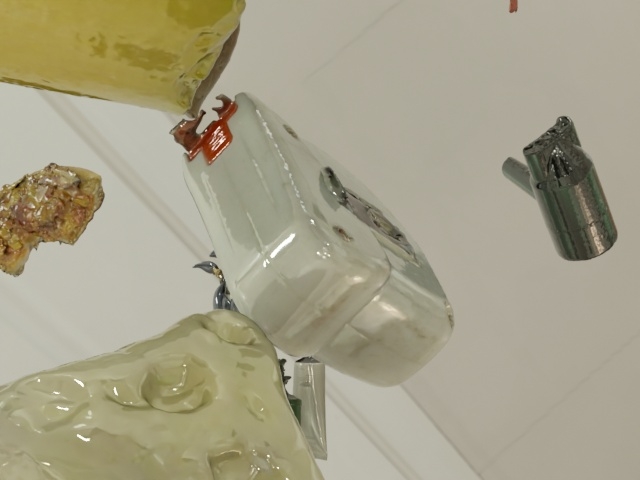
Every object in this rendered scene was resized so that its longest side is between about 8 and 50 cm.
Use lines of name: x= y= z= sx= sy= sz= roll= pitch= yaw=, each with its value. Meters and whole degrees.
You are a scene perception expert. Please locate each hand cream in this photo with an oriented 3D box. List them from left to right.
hand cream: x=-0.021 y=0.289 z=1.497 sx=0.087 sy=0.054 sz=0.186 roll=-1 pitch=86 yaw=36

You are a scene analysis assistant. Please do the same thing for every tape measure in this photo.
tape measure: x=0.000 y=0.000 z=0.809 sx=0.130 sy=0.265 sz=0.258 roll=-47 pitch=40 yaw=15

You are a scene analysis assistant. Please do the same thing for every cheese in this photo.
cheese: x=-0.076 y=0.170 z=0.562 sx=0.251 sy=0.247 sz=0.174 roll=-29 pitch=-26 yaw=-54

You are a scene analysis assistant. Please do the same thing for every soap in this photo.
soap: x=-0.307 y=-0.252 z=0.852 sx=0.306 sy=0.427 sz=0.115 roll=-30 pitch=54 yaw=56

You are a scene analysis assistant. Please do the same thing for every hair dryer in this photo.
hair dryer: x=0.400 y=-0.125 z=1.557 sx=0.116 sy=0.244 sz=0.302 roll=-32 pitch=29 yaw=-5

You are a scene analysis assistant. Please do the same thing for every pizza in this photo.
pizza: x=-0.500 y=-0.041 z=1.453 sx=0.305 sy=0.085 sz=0.161 roll=-24 pitch=64 yaw=16

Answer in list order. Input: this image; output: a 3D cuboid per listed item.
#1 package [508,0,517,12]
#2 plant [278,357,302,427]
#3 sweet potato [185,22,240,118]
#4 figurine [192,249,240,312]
package: x=0.226 y=-0.442 z=0.986 sx=0.108 sy=0.223 sz=0.288 roll=13 pitch=80 yaw=28
plant: x=-0.046 y=0.179 z=0.980 sx=0.051 sy=0.051 sz=0.102 roll=-21 pitch=65 yaw=28
sweet potato: x=-0.186 y=-0.372 z=1.307 sx=0.157 sy=0.157 sz=0.370 roll=10 pitch=81 yaw=52
figurine: x=-0.126 y=0.076 z=1.687 sx=0.175 sy=0.197 sz=0.265 roll=-13 pitch=52 yaw=41
